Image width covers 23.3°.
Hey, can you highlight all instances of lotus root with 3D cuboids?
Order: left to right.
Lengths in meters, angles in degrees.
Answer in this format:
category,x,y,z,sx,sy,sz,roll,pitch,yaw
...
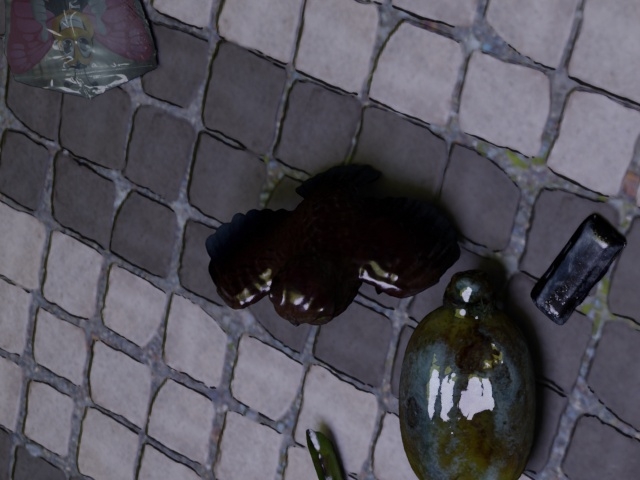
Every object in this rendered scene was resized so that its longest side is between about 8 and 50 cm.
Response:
category,x,y,z,sx,sy,sz,roll,pitch,yaw
lotus root,0.119,0.116,1.254,0.113,0.088,0.192,4,105,18

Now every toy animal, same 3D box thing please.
category,x,y,z,sx,sy,sz,roll,pitch,yaw
toy animal,-0.002,0.003,1.246,0.218,0.179,0.116,0,97,13

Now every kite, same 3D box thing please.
category,x,y,z,sx,sy,sz,roll,pitch,yaw
kite,-0.251,-0.310,1.450,0.204,0.022,0.360,1,107,36

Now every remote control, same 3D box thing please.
category,x,y,z,sx,sy,sz,roll,pitch,yaw
remote control,0.199,0.024,1.216,0.039,0.014,0.096,44,125,18

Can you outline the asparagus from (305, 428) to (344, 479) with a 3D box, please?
category,x,y,z,sx,sy,sz,roll,pitch,yaw
asparagus,0.022,0.279,1.405,0.034,0.027,0.236,-9,98,17
